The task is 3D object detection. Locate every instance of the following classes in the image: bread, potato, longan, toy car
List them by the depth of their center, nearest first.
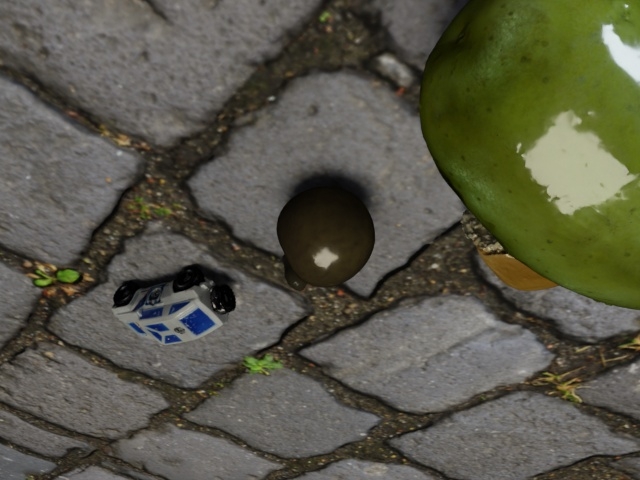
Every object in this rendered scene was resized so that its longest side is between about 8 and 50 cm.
[{"bbox_3d":[0.214,-0.069,0.530,0.304,0.216,0.216,31,137,-14],"label":"potato"},{"bbox_3d":[0.217,0.001,0.706,0.125,0.082,0.106,-23,125,30],"label":"bread"},{"bbox_3d":[0.000,0.000,0.729,0.106,0.106,0.119,28,117,-22],"label":"longan"},{"bbox_3d":[-0.186,0.090,0.902,0.170,0.070,0.080,-13,135,26],"label":"toy car"}]
